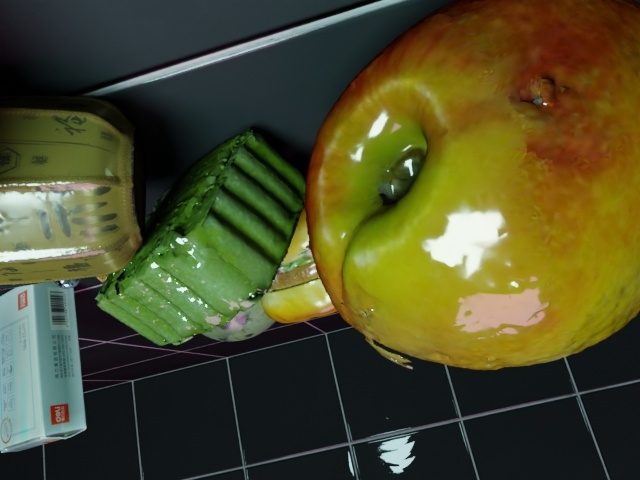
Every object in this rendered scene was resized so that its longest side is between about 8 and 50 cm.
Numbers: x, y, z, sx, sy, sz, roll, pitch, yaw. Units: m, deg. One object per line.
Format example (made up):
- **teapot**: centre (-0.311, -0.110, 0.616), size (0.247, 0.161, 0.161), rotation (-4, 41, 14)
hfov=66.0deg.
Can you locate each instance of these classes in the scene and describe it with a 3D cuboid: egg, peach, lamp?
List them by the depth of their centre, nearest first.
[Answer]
- **lamp**: centre (-0.249, -0.043, 0.420), size (0.185, 0.161, 0.161), rotation (-1, 160, -14)
- **peach**: centre (0.163, -0.045, 0.459), size (0.289, 0.373, 0.372), rotation (22, -172, 39)
- **egg**: centre (-0.133, 0.074, 0.831), size (0.177, 0.177, 0.228), rotation (-25, 175, 34)

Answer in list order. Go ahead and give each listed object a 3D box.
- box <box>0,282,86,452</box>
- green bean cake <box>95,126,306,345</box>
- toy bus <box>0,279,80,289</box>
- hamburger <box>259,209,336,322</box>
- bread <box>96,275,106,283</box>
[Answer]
- **box**: centre (-0.483, 0.210, 0.841), size (0.135, 0.269, 0.079), rotation (-24, 160, 26)
- **green bean cake**: centre (-0.126, -0.003, 0.539), size (0.200, 0.214, 0.113), rotation (-27, 121, 36)
- **toy bus**: centre (-0.400, 0.022, 0.623), size (0.194, 0.088, 0.083), rotation (-10, 162, -17)
- **hamburger**: centre (0.001, 0.000, 0.676), size (0.246, 0.170, 0.246), rotation (-20, -178, 1)
- **bread**: centre (-0.329, 0.039, 0.796), size (0.083, 0.044, 0.111), rotation (-11, 160, -11)
